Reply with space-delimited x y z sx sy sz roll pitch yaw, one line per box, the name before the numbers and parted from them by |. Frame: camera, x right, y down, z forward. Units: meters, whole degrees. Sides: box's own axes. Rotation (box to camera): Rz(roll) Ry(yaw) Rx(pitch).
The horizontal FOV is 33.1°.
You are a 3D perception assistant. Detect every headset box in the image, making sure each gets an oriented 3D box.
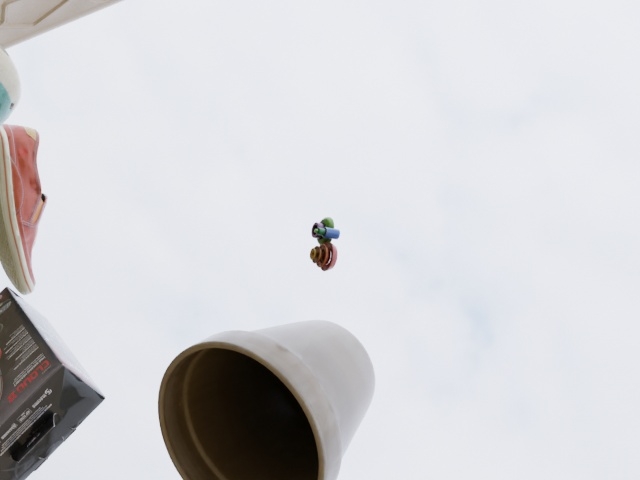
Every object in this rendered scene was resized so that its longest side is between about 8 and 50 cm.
headset box | -0.478 0.236 1.651 0.293 0.218 0.110 38 -9 48

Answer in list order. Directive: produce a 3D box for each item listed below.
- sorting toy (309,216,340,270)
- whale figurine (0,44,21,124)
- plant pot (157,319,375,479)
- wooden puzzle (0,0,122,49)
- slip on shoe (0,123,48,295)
sorting toy | 0.000 0.000 1.750 0.061 0.042 0.102 -55 -146 42
whale figurine | -0.553 -0.243 1.489 0.272 0.141 0.216 32 -24 -2
plant pot | -0.057 0.268 1.773 0.323 0.280 0.323 12 -67 30
wooden puzzle | -0.374 -0.428 1.613 0.081 0.322 0.348 58 -27 5
slip on shoe | -0.551 -0.056 1.992 0.123 0.101 0.331 23 -61 53
